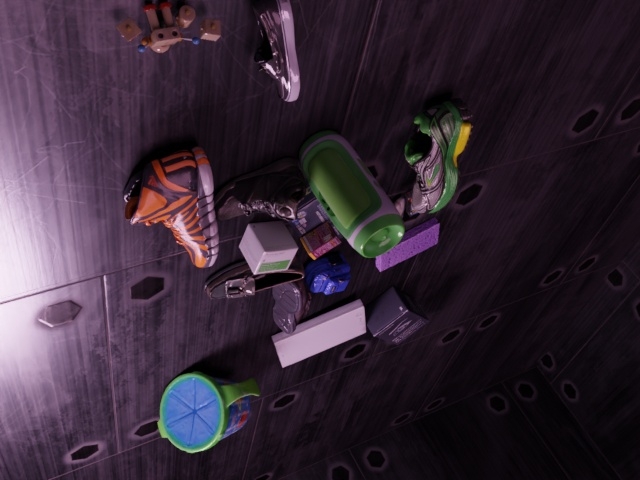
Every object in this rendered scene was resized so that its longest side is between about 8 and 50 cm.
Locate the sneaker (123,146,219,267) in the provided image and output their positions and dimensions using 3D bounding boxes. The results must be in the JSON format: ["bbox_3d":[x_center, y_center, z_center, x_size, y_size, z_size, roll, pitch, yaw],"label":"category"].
[{"bbox_3d":[-0.318,-0.053,1.516,0.180,0.124,0.321,-16,136,-18],"label":"sneaker"}]

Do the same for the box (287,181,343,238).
[{"bbox_3d":[0.013,-0.074,1.821,0.183,0.059,0.232,-33,150,1],"label":"box"}]

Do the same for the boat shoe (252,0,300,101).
[{"bbox_3d":[-0.087,-0.345,1.323,0.076,0.080,0.228,-18,146,-11],"label":"boat shoe"}]

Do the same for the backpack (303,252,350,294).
[{"bbox_3d":[0.017,0.098,2.038,0.120,0.101,0.098,-8,135,-31],"label":"backpack"}]

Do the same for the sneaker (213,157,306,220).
[{"bbox_3d":[-0.132,-0.086,1.607,0.228,0.130,0.087,-25,147,-8],"label":"sneaker"}]

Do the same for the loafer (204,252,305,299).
[{"bbox_3d":[-0.168,0.100,1.885,0.268,0.084,0.096,-21,148,-18],"label":"loafer"}]

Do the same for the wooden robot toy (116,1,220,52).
[{"bbox_3d":[-0.258,-0.347,1.198,0.173,0.076,0.079,-16,-179,-25],"label":"wooden robot toy"}]

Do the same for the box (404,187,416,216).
[{"bbox_3d":[0.304,-0.130,2.035,0.137,0.027,0.094,-27,148,-7],"label":"box"}]

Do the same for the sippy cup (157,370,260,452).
[{"bbox_3d":[-0.338,0.522,2.234,0.224,0.306,0.239,17,81,-65],"label":"sippy cup"}]

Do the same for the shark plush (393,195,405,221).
[{"bbox_3d":[0.225,-0.061,2.041,0.067,0.073,0.161,-57,149,-17],"label":"shark plush"}]

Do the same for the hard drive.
[{"bbox_3d":[0.000,0.307,2.363,0.308,0.040,0.203,-22,149,-8],"label":"hard drive"}]

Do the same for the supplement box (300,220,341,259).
[{"bbox_3d":[0.000,0.000,1.804,0.083,0.055,0.043,-32,151,6],"label":"supplement box"}]

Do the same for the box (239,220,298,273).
[{"bbox_3d":[-0.129,0.016,1.782,0.101,0.102,0.087,-6,139,-35],"label":"box"}]

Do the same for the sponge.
[{"bbox_3d":[0.266,0.015,2.207,0.210,0.031,0.117,-27,149,-10],"label":"sponge"}]

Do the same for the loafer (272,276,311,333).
[{"bbox_3d":[-0.075,0.165,2.071,0.095,0.109,0.302,-39,161,-27],"label":"loafer"}]

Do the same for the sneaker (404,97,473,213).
[{"bbox_3d":[0.268,-0.204,1.821,0.146,0.134,0.343,-14,137,-17],"label":"sneaker"}]

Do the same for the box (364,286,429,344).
[{"bbox_3d":[0.256,0.262,2.481,0.153,0.108,0.207,-39,149,13],"label":"box"}]

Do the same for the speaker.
[{"bbox_3d":[0.064,-0.106,1.586,0.131,0.296,0.131,-23,148,-15],"label":"speaker"}]
